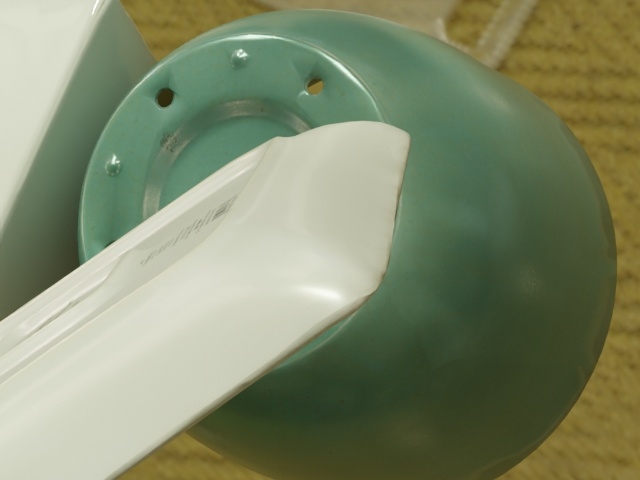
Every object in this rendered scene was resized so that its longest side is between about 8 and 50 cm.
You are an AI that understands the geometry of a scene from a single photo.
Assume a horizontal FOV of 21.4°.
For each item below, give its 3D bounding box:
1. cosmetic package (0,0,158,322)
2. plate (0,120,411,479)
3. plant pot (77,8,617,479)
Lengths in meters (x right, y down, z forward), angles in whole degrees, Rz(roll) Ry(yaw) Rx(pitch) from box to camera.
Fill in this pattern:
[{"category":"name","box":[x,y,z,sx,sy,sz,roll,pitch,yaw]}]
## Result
[{"category":"cosmetic package","box":[-0.266,0.017,1.030,0.217,0.156,0.385,18,72,18]},{"category":"plate","box":[-0.092,0.045,0.653,0.278,0.277,0.045,-34,98,12]},{"category":"plant pot","box":[0.000,0.000,0.963,0.293,0.235,0.293,-5,77,21]}]
